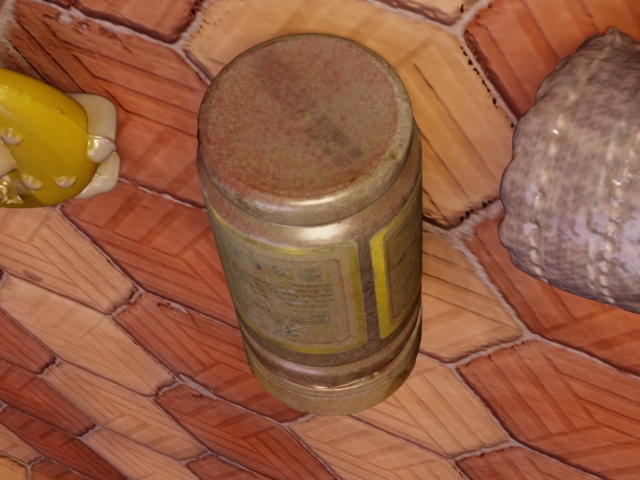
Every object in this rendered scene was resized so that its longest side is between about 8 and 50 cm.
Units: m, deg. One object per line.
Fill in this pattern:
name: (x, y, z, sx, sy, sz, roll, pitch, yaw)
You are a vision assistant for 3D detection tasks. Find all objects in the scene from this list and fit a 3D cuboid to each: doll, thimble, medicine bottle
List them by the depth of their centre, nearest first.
thimble: (0.171, -0.036, 0.727, 0.097, 0.150, 0.150, 21, 154, 28)
medicine bottle: (0.000, 0.000, 0.960, 0.151, 0.151, 0.322, 21, 154, 16)
doll: (-0.293, -0.096, 1.104, 0.252, 0.111, 0.237, 7, 165, 6)
